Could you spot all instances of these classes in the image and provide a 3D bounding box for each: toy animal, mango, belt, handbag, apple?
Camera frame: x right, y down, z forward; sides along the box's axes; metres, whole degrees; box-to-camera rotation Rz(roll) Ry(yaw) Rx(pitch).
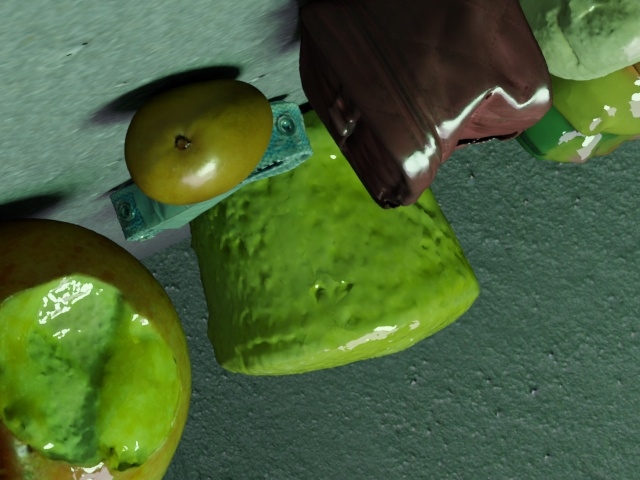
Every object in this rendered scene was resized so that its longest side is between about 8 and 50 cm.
[{"bbox_3d":[0.321,-0.203,1.192,0.216,0.191,0.338,-20,175,-18],"label":"toy animal"},{"bbox_3d":[-0.084,-0.077,0.813,0.102,0.085,0.184,-24,-174,16],"label":"mango"},{"bbox_3d":[-0.124,-0.069,1.184,0.087,0.072,0.302,-22,179,-45],"label":"belt"},{"bbox_3d":[0.061,-0.109,0.740,0.135,0.146,0.225,-30,-179,-4],"label":"handbag"},{"bbox_3d":[-0.286,0.138,1.050,0.339,0.339,0.339,-24,-179,0],"label":"apple"}]

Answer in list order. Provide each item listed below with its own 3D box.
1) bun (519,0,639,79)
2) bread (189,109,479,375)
[{"bbox_3d":[0.239,-0.213,0.861,0.188,0.111,0.164,-21,-153,52],"label":"bun"},{"bbox_3d":[0.000,0.000,1.352,0.348,0.308,0.348,-19,-176,1],"label":"bread"}]
